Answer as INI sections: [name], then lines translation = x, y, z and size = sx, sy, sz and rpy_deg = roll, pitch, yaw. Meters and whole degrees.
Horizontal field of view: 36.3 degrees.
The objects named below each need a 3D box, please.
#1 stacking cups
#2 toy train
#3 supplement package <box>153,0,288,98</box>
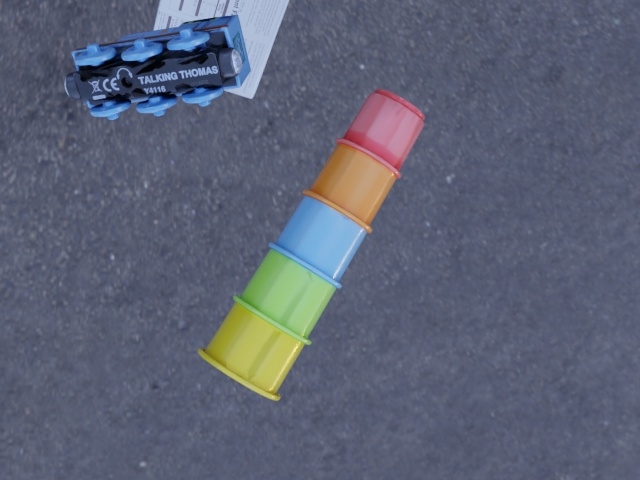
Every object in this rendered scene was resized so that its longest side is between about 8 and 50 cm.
[stacking cups]
translation = 0.000, 0.000, 0.970
size = 0.096, 0.096, 0.316
rpy_deg = 35, 83, -29
[toy train]
translation = -0.161, -0.173, 0.979
size = 0.184, 0.105, 0.080
rpy_deg = -6, 114, 14
[supplement package]
translation = -0.107, -0.354, 1.229
size = 0.145, 0.262, 0.204
rpy_deg = 16, 141, -10
